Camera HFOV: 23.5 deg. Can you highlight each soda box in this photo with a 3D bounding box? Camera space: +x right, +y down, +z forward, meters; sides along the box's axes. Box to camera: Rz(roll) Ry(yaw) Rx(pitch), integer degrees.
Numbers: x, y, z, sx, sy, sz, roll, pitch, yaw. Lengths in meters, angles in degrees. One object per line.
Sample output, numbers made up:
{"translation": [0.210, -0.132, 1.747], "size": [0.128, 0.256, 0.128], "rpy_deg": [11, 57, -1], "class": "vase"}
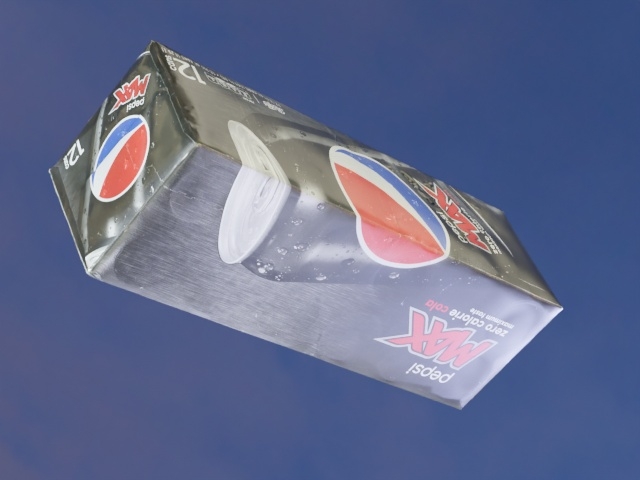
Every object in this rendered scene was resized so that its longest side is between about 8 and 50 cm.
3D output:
{"translation": [0.000, 0.000, 0.506], "size": [0.169, 0.053, 0.060], "rpy_deg": [22, -61, -39], "class": "soda box"}
